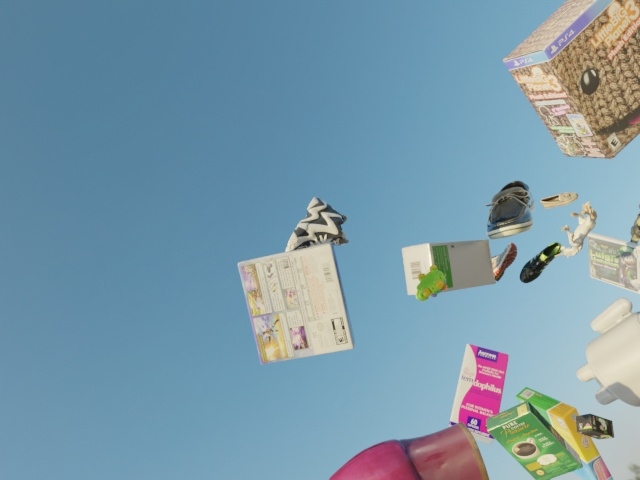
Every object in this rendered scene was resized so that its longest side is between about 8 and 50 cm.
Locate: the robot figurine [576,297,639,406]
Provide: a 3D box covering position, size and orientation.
[{"bbox_3d":[0.869,0.302,1.191,0.200,0.300,0.353,-4,-38,-42],"label":"robot figurine"}]

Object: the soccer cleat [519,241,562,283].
[{"bbox_3d":[0.741,0.071,1.514,0.179,0.060,0.072,-48,-29,11],"label":"soccer cleat"}]

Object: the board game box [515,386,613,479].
[{"bbox_3d":[0.893,0.720,1.655,0.064,0.242,0.316,-33,-83,-13],"label":"board game box"}]

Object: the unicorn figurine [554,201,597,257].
[{"bbox_3d":[0.705,-0.019,1.231,0.111,0.060,0.162,32,-71,-34],"label":"unicorn figurine"}]

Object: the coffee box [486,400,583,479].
[{"bbox_3d":[0.473,0.448,0.996,0.113,0.184,0.040,-42,7,29],"label":"coffee box"}]

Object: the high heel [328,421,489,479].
[{"bbox_3d":[0.142,0.417,0.540,0.181,0.377,0.127,-17,-3,-4],"label":"high heel"}]

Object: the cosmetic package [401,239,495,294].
[{"bbox_3d":[0.514,0.103,1.790,0.365,0.155,0.197,-5,-96,-33],"label":"cosmetic package"}]

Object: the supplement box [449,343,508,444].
[{"bbox_3d":[0.418,0.403,1.184,0.114,0.111,0.220,65,-139,-56],"label":"supplement box"}]

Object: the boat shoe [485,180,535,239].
[{"bbox_3d":[0.786,-0.131,1.863,0.500,0.187,0.156,-36,-75,-53],"label":"boat shoe"}]

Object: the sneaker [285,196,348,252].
[{"bbox_3d":[0.000,0.000,1.321,0.235,0.153,0.094,-62,-7,-25],"label":"sneaker"}]

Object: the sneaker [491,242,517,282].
[{"bbox_3d":[0.825,0.098,2.085,0.088,0.093,0.225,2,-52,-37],"label":"sneaker"}]

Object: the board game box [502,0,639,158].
[{"bbox_3d":[0.591,-0.362,0.968,0.232,0.141,0.291,-44,-73,0],"label":"board game box"}]

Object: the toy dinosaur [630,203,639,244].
[{"bbox_3d":[1.053,-0.037,1.471,0.268,0.064,0.118,-57,-11,-11],"label":"toy dinosaur"}]

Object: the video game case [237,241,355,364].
[{"bbox_3d":[-0.059,0.160,1.139,0.244,0.061,0.269,-12,-87,8],"label":"video game case"}]

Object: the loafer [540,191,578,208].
[{"bbox_3d":[0.870,-0.150,1.637,0.039,0.125,0.045,38,-125,-24],"label":"loafer"}]

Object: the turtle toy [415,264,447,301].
[{"bbox_3d":[0.355,0.147,1.444,0.066,0.095,0.130,34,-60,-27],"label":"turtle toy"}]

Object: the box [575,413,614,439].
[{"bbox_3d":[0.849,0.577,1.388,0.083,0.052,0.062,21,-33,-8],"label":"box"}]

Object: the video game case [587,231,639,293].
[{"bbox_3d":[0.963,0.074,1.455,0.022,0.190,0.173,-25,-66,-17],"label":"video game case"}]
